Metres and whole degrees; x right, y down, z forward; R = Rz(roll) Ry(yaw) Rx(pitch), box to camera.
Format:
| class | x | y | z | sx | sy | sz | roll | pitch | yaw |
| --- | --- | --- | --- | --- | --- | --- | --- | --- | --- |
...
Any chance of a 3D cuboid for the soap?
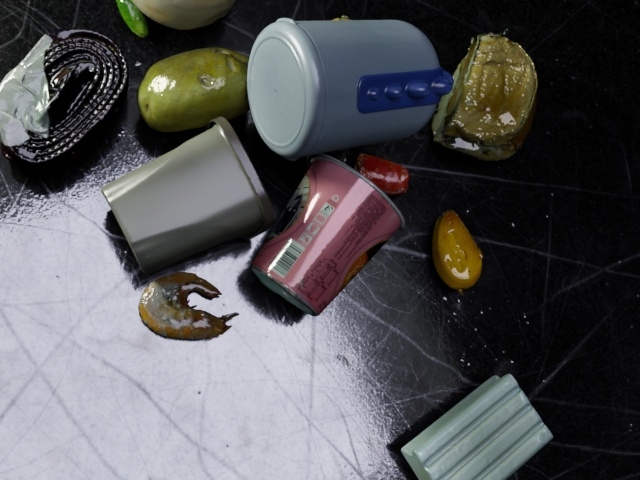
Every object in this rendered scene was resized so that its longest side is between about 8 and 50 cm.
| class | x | y | z | sx | sy | sz | roll | pitch | yaw |
| --- | --- | --- | --- | --- | --- | --- | --- | --- | --- |
| soap | 0.313 | 0.405 | 1.425 | 0.265 | 0.087 | 0.159 | -33 | 88 | -20 |

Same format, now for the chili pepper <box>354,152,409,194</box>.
| class | x | y | z | sx | sy | sz | roll | pitch | yaw |
| --- | --- | --- | --- | --- | --- | --- | --- | --- | --- |
| chili pepper | 0.131 | -0.134 | 1.513 | 0.123 | 0.073 | 0.070 | 14 | 116 | -10 |

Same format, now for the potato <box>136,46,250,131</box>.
| class | x | y | z | sx | sy | sz | roll | pitch | yaw |
| --- | --- | --- | --- | --- | --- | --- | --- | --- | --- |
| potato | -0.232 | -0.295 | 1.385 | 0.228 | 0.197 | 0.148 | -7 | 100 | 13 |

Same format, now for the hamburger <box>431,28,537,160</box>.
| class | x | y | z | sx | sy | sz | roll | pitch | yaw |
| --- | --- | --- | --- | --- | --- | --- | --- | --- | --- |
| hamburger | 0.386 | -0.308 | 1.590 | 0.211 | 0.132 | 0.308 | 24 | 72 | -10 |

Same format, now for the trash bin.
| class | x | y | z | sx | sy | sz | roll | pitch | yaw |
| --- | --- | --- | --- | --- | --- | --- | --- | --- | --- |
| trash bin | -0.248 | -0.068 | 1.316 | 0.250 | 0.219 | 0.219 | -27 | 84 | -13 |

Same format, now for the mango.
| class | x | y | z | sx | sy | sz | roll | pitch | yaw |
| --- | --- | --- | --- | --- | --- | --- | --- | --- | --- |
| mango | 0.287 | 0.025 | 1.521 | 0.101 | 0.066 | 0.187 | -10 | 75 | -10 |

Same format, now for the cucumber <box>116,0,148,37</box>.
| class | x | y | z | sx | sy | sz | roll | pitch | yaw |
| --- | --- | --- | --- | --- | --- | --- | --- | --- | --- |
| cucumber | -0.405 | -0.531 | 1.459 | 0.056 | 0.056 | 0.250 | -16 | 83 | -19 |

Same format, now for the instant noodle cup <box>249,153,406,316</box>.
| class | x | y | z | sx | sy | sz | roll | pitch | yaw |
| --- | --- | --- | --- | --- | --- | --- | --- | --- | --- |
| instant noodle cup | 0.000 | 0.000 | 1.377 | 0.244 | 0.244 | 0.255 | 37 | 79 | -5 |

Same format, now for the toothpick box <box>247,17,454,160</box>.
| class | x | y | z | sx | sy | sz | roll | pitch | yaw |
| --- | --- | --- | --- | --- | --- | --- | --- | --- | --- |
| toothpick box | 0.075 | -0.287 | 1.320 | 0.355 | 0.263 | 0.263 | -13 | 81 | -32 |

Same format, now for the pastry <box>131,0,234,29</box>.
| class | x | y | z | sx | sy | sz | roll | pitch | yaw |
| --- | --- | --- | --- | --- | --- | --- | --- | --- | --- |
| pastry | -0.287 | -0.546 | 1.434 | 0.265 | 0.133 | 0.264 | 12 | 68 | -31 |

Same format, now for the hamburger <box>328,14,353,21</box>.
| class | x | y | z | sx | sy | sz | roll | pitch | yaw |
| --- | --- | --- | --- | --- | --- | --- | --- | --- | --- |
| hamburger | 0.054 | -0.368 | 1.529 | 0.206 | 0.130 | 0.183 | 38 | 71 | -24 |

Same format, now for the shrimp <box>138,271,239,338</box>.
| class | x | y | z | sx | sy | sz | roll | pitch | yaw |
| --- | --- | --- | --- | --- | --- | --- | --- | --- | --- |
| shrimp | -0.246 | 0.123 | 1.352 | 0.188 | 0.051 | 0.132 | 14 | 74 | -10 |

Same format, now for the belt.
| class | x | y | z | sx | sy | sz | roll | pitch | yaw |
| --- | --- | --- | --- | --- | --- | --- | --- | --- | --- |
| belt | -0.480 | -0.259 | 1.318 | 0.184 | 0.164 | 0.289 | 37 | 73 | -11 |
